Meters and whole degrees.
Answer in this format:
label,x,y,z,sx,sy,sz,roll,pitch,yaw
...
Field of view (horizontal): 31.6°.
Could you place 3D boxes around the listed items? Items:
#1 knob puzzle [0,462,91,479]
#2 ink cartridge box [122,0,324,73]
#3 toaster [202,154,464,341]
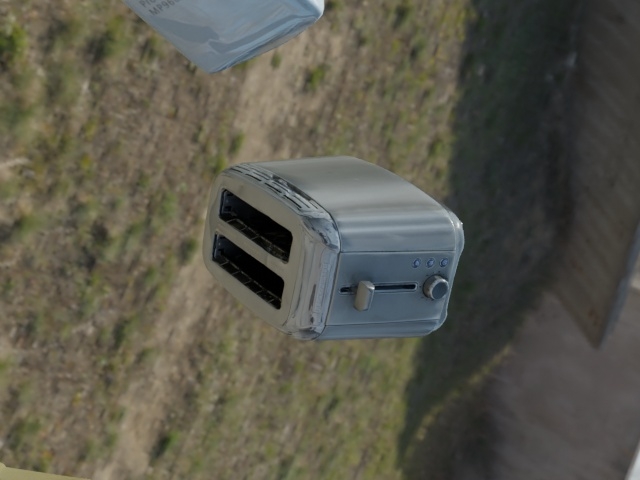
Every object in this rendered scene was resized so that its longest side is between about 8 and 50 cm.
label,x,y,z,sx,sy,sz,roll,pitch,yaw
knob puzzle,-0.317,0.240,0.956,0.213,0.213,0.029,-32,127,-65
ink cartridge box,-0.141,-0.316,0.594,0.385,0.091,0.308,41,37,-41
toaster,0.000,0.000,0.961,0.147,0.227,0.129,-3,115,-37
